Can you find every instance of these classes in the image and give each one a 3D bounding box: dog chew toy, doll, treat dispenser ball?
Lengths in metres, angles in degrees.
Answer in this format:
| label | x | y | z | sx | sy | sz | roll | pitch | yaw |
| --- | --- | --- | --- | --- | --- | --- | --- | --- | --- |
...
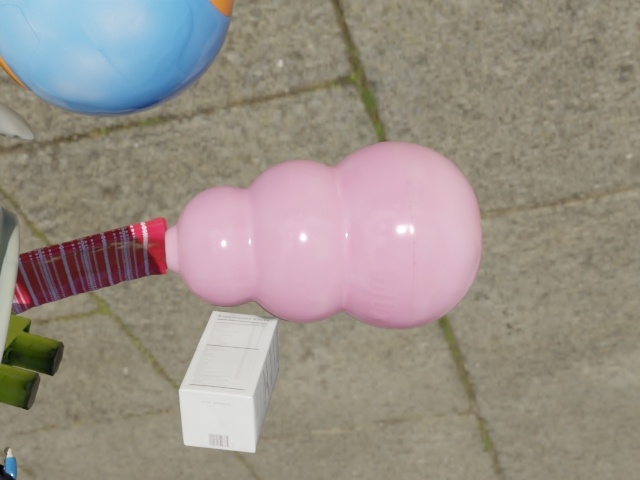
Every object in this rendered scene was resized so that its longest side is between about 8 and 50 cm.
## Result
| label | x | y | z | sx | sy | sz | roll | pitch | yaw |
| --- | --- | --- | --- | --- | --- | --- | --- | --- | --- |
| dog chew toy | 0.000 | 0.000 | 1.074 | 0.332 | 0.206 | 0.206 | -4 | 145 | -7 |
| doll | -0.625 | 0.440 | 1.863 | 0.189 | 0.129 | 0.046 | 34 | 150 | 2 |
| treat dispenser ball | -0.239 | -0.280 | 1.098 | 0.288 | 0.288 | 0.288 | 0 | 145 | 0 |

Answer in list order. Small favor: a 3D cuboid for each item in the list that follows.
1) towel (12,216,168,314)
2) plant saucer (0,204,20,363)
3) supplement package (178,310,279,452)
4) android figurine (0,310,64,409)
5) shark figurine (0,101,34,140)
| label | x | y | z | sx | sy | sz | roll | pitch | yaw |
| --- | --- | --- | --- | --- | --- | --- | --- | --- | --- |
| towel | -0.360 | 0.043 | 1.485 | 0.275 | 0.031 | 0.199 | -16 | 162 | -16 |
| plant saucer | -0.333 | 0.070 | 0.856 | 0.100 | 0.400 | 0.400 | 13 | 142 | -24 |
| supplement package | -0.163 | 0.259 | 1.858 | 0.139 | 0.244 | 0.134 | 5 | 122 | 8 |
| android figurine | -0.440 | 0.121 | 1.123 | 0.273 | 0.248 | 0.056 | 13 | 110 | -2 |
| shark figurine | -0.580 | -0.201 | 1.521 | 0.116 | 0.166 | 0.278 | -41 | 173 | 40 |
